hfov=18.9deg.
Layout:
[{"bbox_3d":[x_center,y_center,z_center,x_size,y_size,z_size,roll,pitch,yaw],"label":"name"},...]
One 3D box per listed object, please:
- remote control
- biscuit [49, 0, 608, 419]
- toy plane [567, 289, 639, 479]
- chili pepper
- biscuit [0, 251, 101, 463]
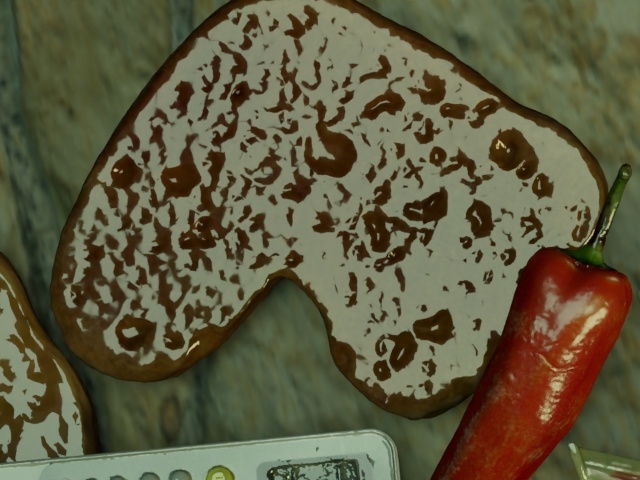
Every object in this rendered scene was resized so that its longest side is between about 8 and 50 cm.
[{"bbox_3d":[-0.078,0.164,1.059,0.250,0.034,0.103,-4,80,1],"label":"remote control"},{"bbox_3d":[0.000,0.000,1.109,0.277,0.052,0.262,30,92,13],"label":"biscuit"},{"bbox_3d":[0.263,0.124,1.011,0.242,0.104,0.256,-19,78,5],"label":"toy plane"},{"bbox_3d":[0.110,0.081,1.033,0.063,0.071,0.272,31,107,19],"label":"chili pepper"},{"bbox_3d":[-0.308,0.152,1.136,0.365,0.062,0.385,-35,79,2],"label":"biscuit"}]
